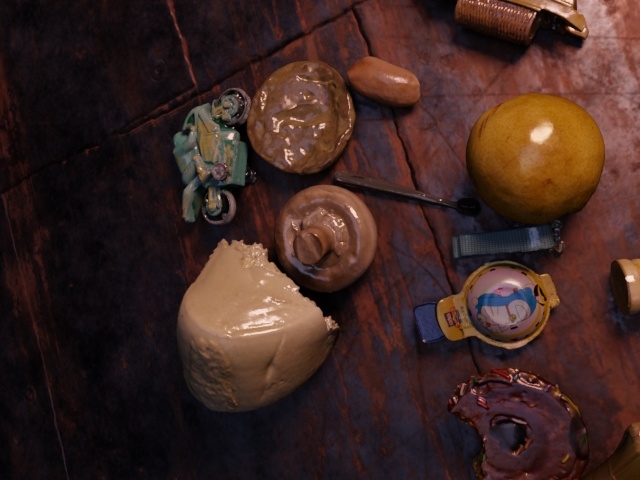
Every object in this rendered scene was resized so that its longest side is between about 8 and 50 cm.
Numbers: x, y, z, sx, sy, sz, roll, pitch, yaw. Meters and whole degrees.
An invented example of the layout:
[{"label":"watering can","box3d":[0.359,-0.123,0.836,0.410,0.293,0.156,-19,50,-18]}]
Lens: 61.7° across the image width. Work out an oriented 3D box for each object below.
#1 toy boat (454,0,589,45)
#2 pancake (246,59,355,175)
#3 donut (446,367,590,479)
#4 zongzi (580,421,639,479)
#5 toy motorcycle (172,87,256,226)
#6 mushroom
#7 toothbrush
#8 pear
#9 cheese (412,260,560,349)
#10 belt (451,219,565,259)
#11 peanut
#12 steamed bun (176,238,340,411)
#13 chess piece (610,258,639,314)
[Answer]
[{"label":"toy boat","box3d":[0.309,-0.411,0.924,0.310,0.089,0.115,25,103,21]},{"label":"pancake","box3d":[-0.041,-0.246,1.093,0.241,0.050,0.242,-2,81,16]},{"label":"donut","box3d":[0.337,0.323,0.918,0.216,0.096,0.230,-32,78,18]},{"label":"zongzi","box3d":[0.558,0.395,0.838,0.288,0.123,0.260,6,128,-15]},{"label":"toy motorcycle","box3d":[-0.245,-0.181,1.162,0.198,0.109,0.297,5,91,26]},{"label":"mushroom","box3d":[0.000,0.000,0.998,0.207,0.215,0.208,2,97,16]},{"label":"toothbrush","box3d":[0.158,-0.094,1.028,0.297,0.030,0.030,16,71,24]},{"label":"pear","box3d":[0.341,-0.125,0.850,0.208,0.209,0.209,0,91,24]},{"label":"cheese","box3d":[0.290,0.124,0.952,0.250,0.064,0.157,-20,81,20]},{"label":"belt","box3d":[0.322,0.001,0.941,0.179,0.100,0.065,-7,89,39]},{"label":"peanut","box3d":[0.121,-0.299,1.017,0.152,0.076,0.076,25,100,16]},{"label":"steamed bun","box3d":[-0.109,0.176,1.004,0.272,0.274,0.291,14,137,19]},{"label":"chess piece","box3d":[0.570,0.062,0.829,0.200,0.090,0.090,-7,88,13]}]
